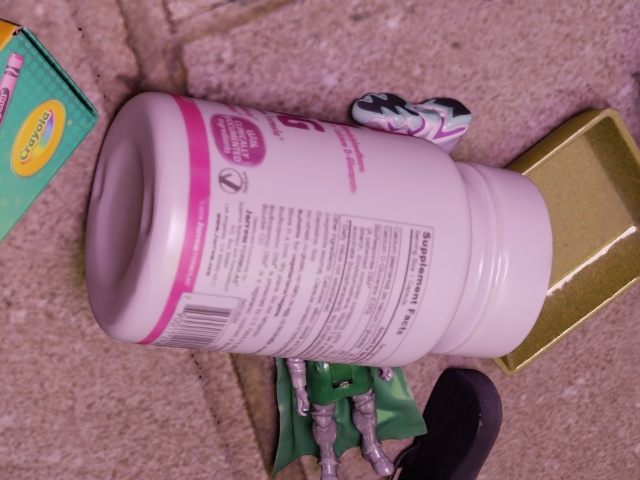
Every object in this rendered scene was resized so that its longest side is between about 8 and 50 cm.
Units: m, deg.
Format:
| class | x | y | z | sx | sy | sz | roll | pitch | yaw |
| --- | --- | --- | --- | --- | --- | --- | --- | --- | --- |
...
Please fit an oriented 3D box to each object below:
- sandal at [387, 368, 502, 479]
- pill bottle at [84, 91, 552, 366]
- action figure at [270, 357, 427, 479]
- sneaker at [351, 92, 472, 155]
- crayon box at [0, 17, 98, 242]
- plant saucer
| class | x | y | z | sx | sy | sz | roll | pitch | yaw |
| --- | --- | --- | --- | --- | --- | --- | --- | --- | --- |
| sandal | 0.083 | 0.222 | 1.308 | 0.054 | 0.097 | 0.255 | 1 | 114 | -30 |
| pill bottle | 0.000 | 0.000 | 1.012 | 0.283 | 0.160 | 0.160 | 8 | 122 | -25 |
| action figure | 0.012 | 0.098 | 1.190 | 0.137 | 0.063 | 0.232 | -18 | 129 | -10 |
| sneaker | 0.059 | -0.068 | 1.093 | 0.098 | 0.038 | 0.069 | 2 | 123 | -29 |
| crayon box | -0.269 | -0.005 | 0.813 | 0.278 | 0.165 | 0.081 | -54 | 137 | -16 |
| plant saucer | 0.178 | -0.005 | 1.202 | 0.188 | 0.045 | 0.188 | -37 | 134 | 4 |
